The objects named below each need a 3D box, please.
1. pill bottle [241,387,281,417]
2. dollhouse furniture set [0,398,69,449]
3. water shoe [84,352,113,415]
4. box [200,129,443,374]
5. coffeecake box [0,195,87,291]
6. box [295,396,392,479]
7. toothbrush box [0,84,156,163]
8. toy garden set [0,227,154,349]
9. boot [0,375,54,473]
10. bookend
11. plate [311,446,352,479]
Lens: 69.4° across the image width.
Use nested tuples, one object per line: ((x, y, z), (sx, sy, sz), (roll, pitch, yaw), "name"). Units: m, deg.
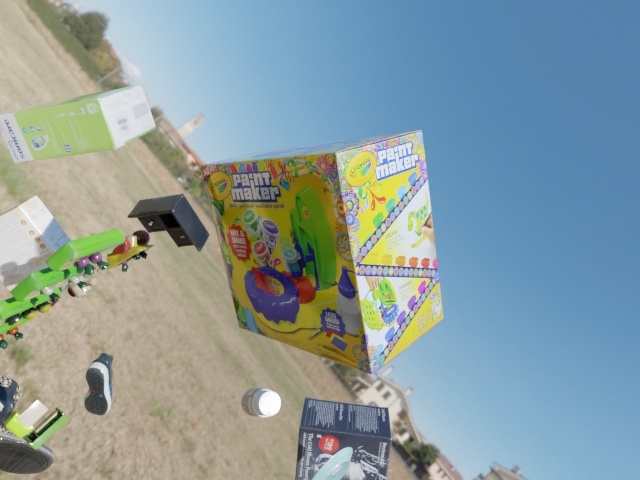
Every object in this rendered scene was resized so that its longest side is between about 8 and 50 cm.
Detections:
((-0.167, 0.458, 1.306), (0.078, 0.078, 0.137), (52, -32, -6), "pill bottle")
((-0.444, 0.233, 0.674), (0.076, 0.058, 0.152), (-2, -53, 45), "dollhouse furniture set")
((-0.597, 0.398, 1.274), (0.072, 0.203, 0.080), (17, 31, -3), "water shoe")
((0.000, 0.000, 0.689), (0.289, 0.177, 0.280), (5, -69, 46), "box")
((-0.583, 0.027, 0.932), (0.068, 0.142, 0.186), (-93, 158, -66), "coffeecake box")
((0.075, 0.768, 1.638), (0.179, 0.312, 0.344), (-77, 172, -74), "box")
((-0.595, -0.292, 1.148), (0.206, 0.283, 0.122), (-73, 157, -62), "toothbrush box")
((-0.367, 0.072, 0.676), (0.049, 0.244, 0.204), (53, 13, -3), "toy garden set")
((-1.117, 0.647, 1.649), (0.377, 0.138, 0.284), (41, 5, -32), "boot")
((-0.425, -0.042, 1.304), (0.157, 0.072, 0.156), (-4, -47, 22), "bookend")
((0.034, 0.694, 1.371), (0.024, 0.188, 0.188), (38, -14, 35), "plate")
